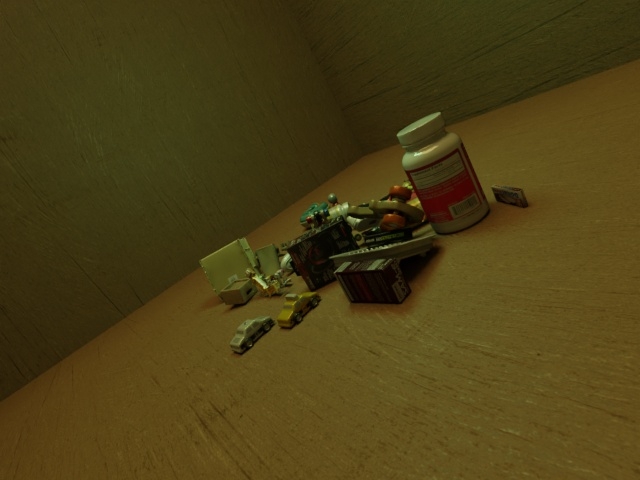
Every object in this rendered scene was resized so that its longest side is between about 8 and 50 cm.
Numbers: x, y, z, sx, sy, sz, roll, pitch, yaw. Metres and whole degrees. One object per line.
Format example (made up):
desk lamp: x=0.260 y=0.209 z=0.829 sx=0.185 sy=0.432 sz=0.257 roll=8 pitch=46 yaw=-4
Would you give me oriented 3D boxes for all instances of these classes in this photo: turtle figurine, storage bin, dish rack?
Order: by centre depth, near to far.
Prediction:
dish rack: x=0.225 y=0.052 z=1.460 sx=0.285 sy=0.073 sz=0.332 roll=-13 pitch=1 yaw=-40
turtle figurine: x=0.489 y=-0.296 z=2.204 sx=0.217 sy=0.087 sz=0.269 roll=-29 pitch=3 yaw=-21
storage bin: x=-0.492 y=0.159 z=2.252 sx=0.262 sy=0.261 sz=0.123 roll=-28 pitch=-3 yaw=4

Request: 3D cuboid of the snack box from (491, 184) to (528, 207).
snack box: x=0.680 y=-0.163 z=1.454 sx=0.022 sy=0.064 sz=0.178 roll=-28 pitch=15 yaw=0

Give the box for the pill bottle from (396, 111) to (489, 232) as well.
pill bottle: x=0.449 y=-0.252 z=1.510 sx=0.228 sy=0.408 sz=0.229 roll=-27 pitch=15 yaw=8

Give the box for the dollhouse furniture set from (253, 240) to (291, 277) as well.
dollhouse furniture set: x=-0.253 y=0.111 z=2.225 sx=0.211 sy=0.161 sz=0.242 roll=-19 pitch=-4 yaw=9

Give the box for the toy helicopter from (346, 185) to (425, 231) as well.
toy helicopter: x=0.257 y=-0.108 z=1.617 sx=0.354 sy=0.234 sz=0.140 roll=5 pitch=78 yaw=48

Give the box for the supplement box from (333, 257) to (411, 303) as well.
supplement box: x=0.165 y=0.134 z=1.321 sx=0.073 sy=0.130 sz=0.239 roll=-39 pitch=18 yaw=-33

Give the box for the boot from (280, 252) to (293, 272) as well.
boot: x=-0.083 y=0.071 z=2.063 sx=0.258 sy=0.095 sz=0.123 roll=-38 pitch=11 yaw=-30

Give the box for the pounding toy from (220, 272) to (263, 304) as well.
pounding toy: x=-0.367 y=0.246 z=2.053 sx=0.205 sy=0.094 sz=0.181 roll=-11 pitch=17 yaw=28

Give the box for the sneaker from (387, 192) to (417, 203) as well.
sneaker: x=0.387 y=-0.173 z=1.904 sx=0.115 sy=0.136 sz=0.314 roll=-15 pitch=21 yaw=42

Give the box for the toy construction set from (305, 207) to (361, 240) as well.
toy construction set: x=0.000 y=0.000 z=1.961 sx=0.309 sy=0.257 sz=0.237 roll=-45 pitch=3 yaw=3

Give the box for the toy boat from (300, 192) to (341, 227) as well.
toy boat: x=0.009 y=-0.212 z=2.727 sx=0.318 sy=0.148 sz=0.267 roll=-18 pitch=19 yaw=40

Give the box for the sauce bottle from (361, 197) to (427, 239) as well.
sauce bottle: x=0.341 y=-0.082 z=1.743 sx=0.344 sy=0.112 sz=0.111 roll=-29 pitch=15 yaw=2

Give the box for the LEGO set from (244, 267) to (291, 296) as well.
LEGO set: x=-0.237 y=0.185 z=1.924 sx=0.107 sy=0.132 sz=0.286 roll=-31 pitch=21 yaw=-37

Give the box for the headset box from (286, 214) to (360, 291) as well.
headset box: x=0.011 y=0.059 z=1.686 sx=0.293 sy=0.218 sz=0.110 roll=-28 pitch=13 yaw=10

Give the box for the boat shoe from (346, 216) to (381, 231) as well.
boat shoe: x=0.235 y=-0.108 z=1.914 sx=0.267 sy=0.096 sz=0.088 roll=-20 pitch=44 yaw=-37

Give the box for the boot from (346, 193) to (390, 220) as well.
boot: x=0.288 y=-0.159 z=2.168 sx=0.304 sy=0.113 sz=0.115 roll=-23 pitch=-4 yaw=11

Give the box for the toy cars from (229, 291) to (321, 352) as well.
toy cars: x=-0.184 y=0.291 z=1.544 sx=0.393 sy=0.087 sz=0.176 roll=-29 pitch=14 yaw=5

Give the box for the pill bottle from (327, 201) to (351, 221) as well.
pill bottle: x=0.090 y=-0.140 z=2.393 sx=0.208 sy=0.119 sz=0.119 roll=-25 pitch=15 yaw=15

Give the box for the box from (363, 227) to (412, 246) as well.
box: x=0.265 y=-0.013 z=1.603 sx=0.183 sy=0.045 sz=0.190 roll=-9 pitch=-1 yaw=8
